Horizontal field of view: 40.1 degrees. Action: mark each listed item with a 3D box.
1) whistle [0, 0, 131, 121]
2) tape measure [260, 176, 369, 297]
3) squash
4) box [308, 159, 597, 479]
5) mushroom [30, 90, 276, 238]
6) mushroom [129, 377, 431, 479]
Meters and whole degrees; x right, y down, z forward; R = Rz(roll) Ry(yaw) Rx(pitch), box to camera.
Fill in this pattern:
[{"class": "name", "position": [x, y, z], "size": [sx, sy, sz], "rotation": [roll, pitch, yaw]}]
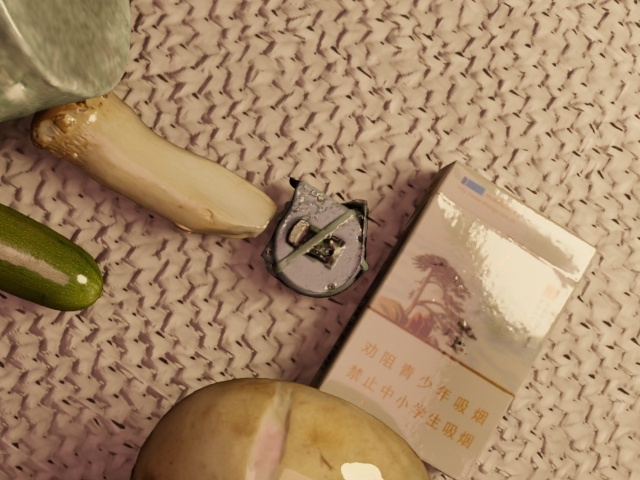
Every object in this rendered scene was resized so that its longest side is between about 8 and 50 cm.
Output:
[{"class": "whistle", "position": [-0.269, -0.251, 0.650], "size": [0.168, 0.188, 0.404], "rotation": [-11, 84, 17]}, {"class": "tape measure", "position": [0.000, 0.002, 0.751], "size": [0.091, 0.054, 0.094], "rotation": [17, 84, 1]}, {"class": "squash", "position": [-0.294, -0.009, 0.715], "size": [0.252, 0.066, 0.066], "rotation": [24, 85, -5]}, {"class": "box", "position": [0.113, 0.067, 0.753], "size": [0.150, 0.067, 0.233], "rotation": [32, 85, -5]}, {"class": "mushroom", "position": [-0.137, -0.064, 0.736], "size": [0.209, 0.071, 0.084], "rotation": [32, 56, -6]}, {"class": "mushroom", "position": [-0.033, 0.211, 0.673], "size": [0.255, 0.255, 0.184], "rotation": [39, 41, -3]}]
